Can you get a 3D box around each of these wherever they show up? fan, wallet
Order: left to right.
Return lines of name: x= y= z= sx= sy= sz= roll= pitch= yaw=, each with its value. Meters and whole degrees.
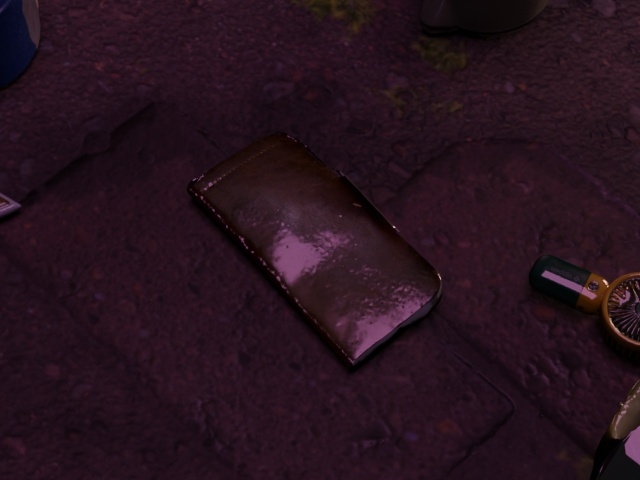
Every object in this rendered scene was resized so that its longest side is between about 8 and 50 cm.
wallet: x=0.000 y=0.000 z=1.423 sx=0.137 sy=0.031 sz=0.255 roll=-34 pitch=66 yaw=-21
fan: x=0.270 y=0.058 z=1.392 sx=0.155 sy=0.039 sz=0.082 roll=26 pitch=61 yaw=15

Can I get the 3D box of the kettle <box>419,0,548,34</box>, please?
kettle: x=0.202 y=-0.351 z=1.514 sx=0.240 sy=0.255 sz=0.165 roll=-36 pitch=64 yaw=-19

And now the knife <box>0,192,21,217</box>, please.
knife: x=-0.455 y=-0.083 z=1.460 sx=0.343 sy=0.027 sz=0.061 roll=21 pitch=56 yaw=10

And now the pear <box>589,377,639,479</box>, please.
pear: x=0.414 y=0.221 z=1.192 sx=0.399 sy=0.165 sz=0.399 roll=-5 pitch=68 yaw=13

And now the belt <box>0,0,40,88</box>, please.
belt: x=-0.467 y=-0.244 z=1.508 sx=0.347 sy=0.117 sz=0.212 roll=0 pitch=59 yaw=0
